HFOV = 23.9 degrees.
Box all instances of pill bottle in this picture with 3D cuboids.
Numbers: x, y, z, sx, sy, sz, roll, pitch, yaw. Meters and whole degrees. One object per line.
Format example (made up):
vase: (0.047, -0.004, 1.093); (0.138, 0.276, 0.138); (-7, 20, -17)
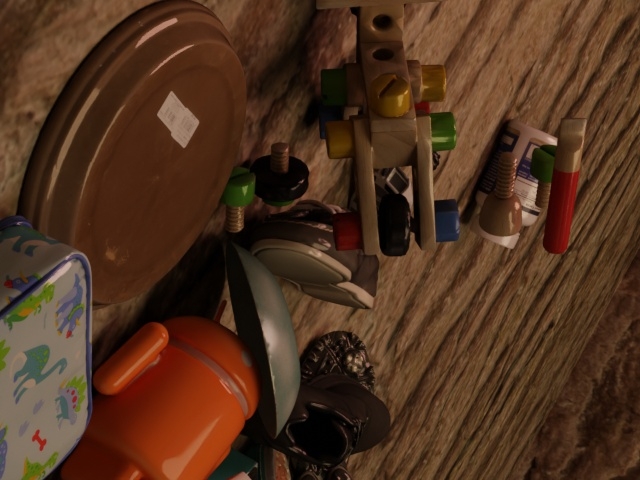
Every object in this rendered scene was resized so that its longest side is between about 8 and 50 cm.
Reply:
pill bottle: (0.276, -0.078, 2.137); (0.169, 0.094, 0.094); (-66, 159, 7)

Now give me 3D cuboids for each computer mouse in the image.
computer mouse: (0.075, -0.068, 1.686); (0.042, 0.106, 0.193); (-40, 159, -34)

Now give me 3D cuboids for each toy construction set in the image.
toy construction set: (0.095, -0.131, 1.379); (0.257, 0.309, 0.237); (-55, 155, -51)

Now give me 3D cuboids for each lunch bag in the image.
lunch bag: (-0.243, 0.101, 1.111); (0.176, 0.090, 0.219); (-43, 151, -41)

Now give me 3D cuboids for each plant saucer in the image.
plant saucer: (-0.051, 0.091, 1.446); (0.037, 0.195, 0.195); (-12, 141, -11)
plant saucer: (-0.142, -0.061, 1.233); (0.278, 0.041, 0.278); (-49, 154, -34)

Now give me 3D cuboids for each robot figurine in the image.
robot figurine: (-0.139, 0.157, 1.376); (0.219, 0.158, 0.128); (-51, -170, -28)

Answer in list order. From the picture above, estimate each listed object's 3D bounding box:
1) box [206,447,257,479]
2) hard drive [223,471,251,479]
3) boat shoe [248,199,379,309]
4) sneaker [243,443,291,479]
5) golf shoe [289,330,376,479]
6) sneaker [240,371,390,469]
box: (-0.160, 0.337, 1.634); (0.244, 0.060, 0.100); (-48, 155, -35)
hard drive: (-0.123, 0.372, 1.277); (0.047, 0.233, 0.353); (-29, 179, 38)
boat shoe: (0.000, 0.000, 1.572); (0.335, 0.112, 0.095); (44, 56, -74)
sneaker: (-0.100, 0.385, 1.788); (0.108, 0.121, 0.302); (-15, 108, -79)
golf shoe: (-0.003, 0.236, 1.870); (0.120, 0.105, 0.272); (-140, -125, -70)
sneaker: (0.001, 0.211, 1.694); (0.286, 0.130, 0.109); (14, 100, -53)
